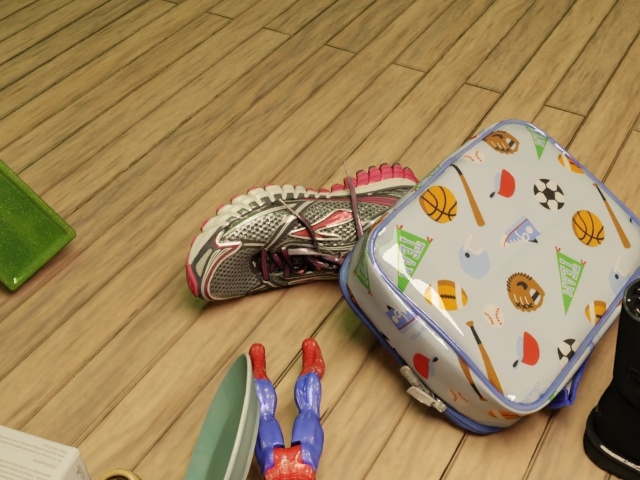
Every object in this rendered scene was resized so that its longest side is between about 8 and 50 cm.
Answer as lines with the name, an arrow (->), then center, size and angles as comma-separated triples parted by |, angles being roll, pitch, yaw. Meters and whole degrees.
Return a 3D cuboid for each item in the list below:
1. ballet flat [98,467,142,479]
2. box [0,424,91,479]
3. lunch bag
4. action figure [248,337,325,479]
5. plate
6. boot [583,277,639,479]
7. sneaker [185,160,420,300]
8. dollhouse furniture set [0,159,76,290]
ballet flat -> -0.165, 0.281, 0.563 | 0.080, 0.073, 0.232 | -6, 44, -2
box -> -0.250, 0.218, 0.614 | 0.101, 0.102, 0.087 | 12, 44, 14
lunch bag -> 0.178, 0.034, 0.741 | 0.243, 0.115, 0.303 | 46, 59, 6
action figure -> -0.021, 0.211, 0.631 | 0.091, 0.139, 0.280 | -7, 21, 0
plate -> -0.082, 0.182, 0.598 | 0.024, 0.188, 0.188 | 22, 43, -11
boot -> 0.341, 0.140, 0.586 | 0.246, 0.207, 0.094 | 21, 48, 22
sneaker -> 0.000, 0.000, 0.816 | 0.299, 0.121, 0.112 | -18, 49, -17
dollhouse furniture set -> -0.468, 0.021, 0.862 | 0.301, 0.151, 0.197 | -45, 34, -15
